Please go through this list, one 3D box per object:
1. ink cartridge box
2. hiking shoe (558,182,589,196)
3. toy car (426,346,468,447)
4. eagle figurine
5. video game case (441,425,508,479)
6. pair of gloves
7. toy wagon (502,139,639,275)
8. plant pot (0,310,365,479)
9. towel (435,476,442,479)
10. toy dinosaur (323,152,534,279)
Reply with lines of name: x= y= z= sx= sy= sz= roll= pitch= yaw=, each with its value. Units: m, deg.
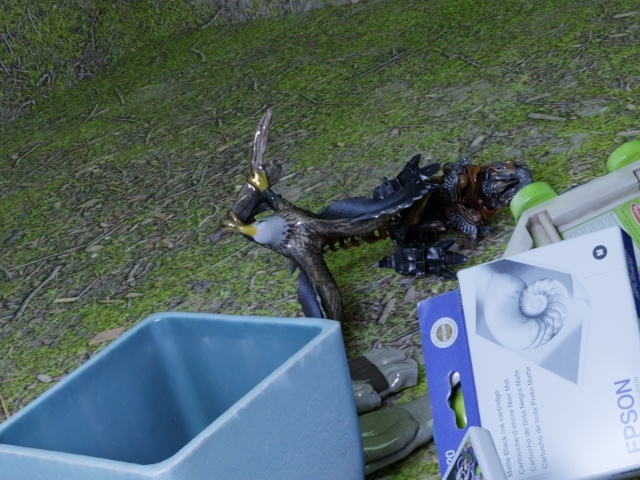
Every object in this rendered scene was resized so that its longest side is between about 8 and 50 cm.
ink cartridge box: x=0.189 y=0.119 z=1.321 sx=0.224 sy=0.045 sz=0.223 roll=-20 pitch=63 yaw=25
hiking shoe: x=0.327 y=0.012 z=1.731 sx=0.132 sy=0.113 sz=0.304 roll=-24 pitch=21 yaw=-17
toy car: x=0.178 y=0.162 z=1.467 sx=0.182 sy=0.159 sz=0.136 roll=-39 pitch=-8 yaw=-45
eagle figurine: x=-0.008 y=0.003 z=1.838 sx=0.298 sy=0.226 sz=0.225 roll=27 pitch=45 yaw=36
video game case: x=0.112 y=0.270 z=1.150 sx=0.022 sy=0.173 sz=0.190 roll=14 pitch=28 yaw=-17
pair of gloves: x=0.041 y=0.192 z=1.623 sx=0.204 sy=0.042 sz=0.240 roll=-22 pitch=22 yaw=-20
toy wagon: x=0.372 y=0.012 z=1.579 sx=0.344 sy=0.068 sz=0.267 roll=-24 pitch=53 yaw=-1
plant pot: x=-0.106 y=0.234 z=1.330 sx=0.248 sy=0.252 sz=0.247 roll=0 pitch=26 yaw=41
towel: x=0.083 y=0.251 z=1.432 sx=0.060 sy=0.009 sz=0.083 roll=-33 pitch=2 yaw=-32
toy dinosaur: x=0.137 y=-0.027 z=2.025 sx=0.322 sy=0.164 sz=0.218 roll=-39 pitch=4 yaw=10
